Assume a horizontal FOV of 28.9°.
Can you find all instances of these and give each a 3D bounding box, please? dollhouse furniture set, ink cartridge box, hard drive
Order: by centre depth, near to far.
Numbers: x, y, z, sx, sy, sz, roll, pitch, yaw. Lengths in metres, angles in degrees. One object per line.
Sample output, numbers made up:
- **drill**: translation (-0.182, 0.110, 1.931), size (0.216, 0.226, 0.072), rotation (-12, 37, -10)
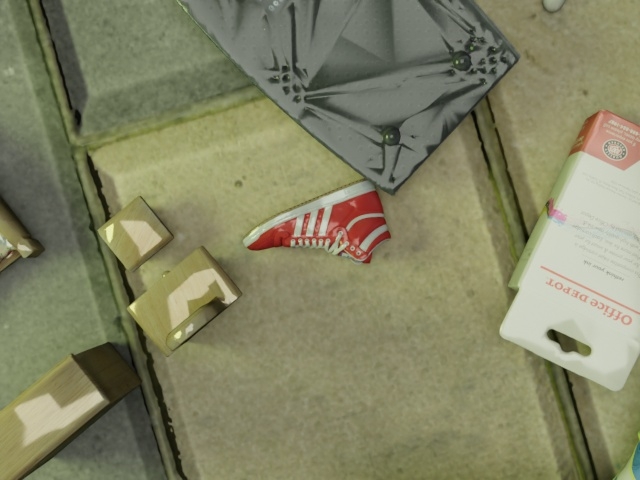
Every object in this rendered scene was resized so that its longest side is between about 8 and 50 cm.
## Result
- **dollhouse furniture set**: translation (-0.288, 0.004, 0.961), size (0.303, 0.174, 0.355), rotation (-39, 90, 0)
- **ink cartridge box**: translation (0.229, 0.009, 1.005), size (0.115, 0.067, 0.198), rotation (26, 89, 1)
- **hard drive**: translation (0.017, -0.177, 1.014), size (0.254, 0.054, 0.172), rotation (43, 91, 1)

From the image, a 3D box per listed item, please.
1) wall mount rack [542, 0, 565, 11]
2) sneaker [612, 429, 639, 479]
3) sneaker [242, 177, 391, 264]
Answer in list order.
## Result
- **wall mount rack**: translation (0.176, -0.375, 0.982), size (0.350, 0.130, 0.304), rotation (29, 87, 1)
- **sneaker**: translation (0.298, 0.126, 1.006), size (0.240, 0.091, 0.126), rotation (-37, 71, 1)
- **sneaker**: translation (0.000, 0.000, 1.021), size (0.118, 0.042, 0.067), rotation (-23, 86, -1)
